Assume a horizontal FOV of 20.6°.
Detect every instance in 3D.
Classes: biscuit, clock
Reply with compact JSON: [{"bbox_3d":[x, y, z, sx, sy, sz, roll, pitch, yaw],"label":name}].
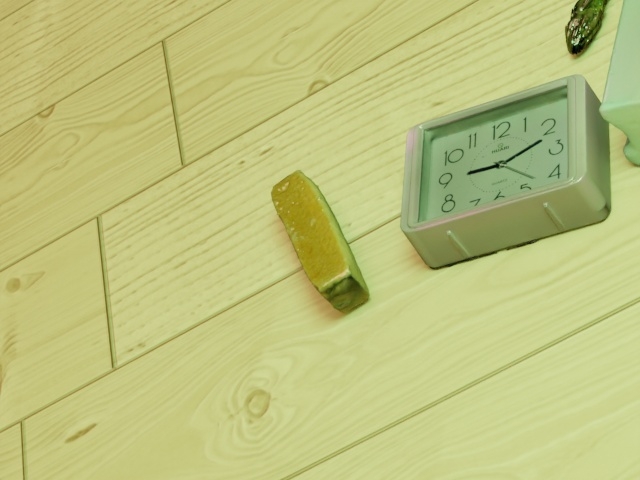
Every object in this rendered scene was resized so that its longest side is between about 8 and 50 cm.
[{"bbox_3d":[0.000,0.000,1.793,0.052,0.056,0.188,-32,40,7],"label":"biscuit"},{"bbox_3d":[0.179,-0.067,1.709,0.197,0.063,0.150,-16,45,26],"label":"clock"}]

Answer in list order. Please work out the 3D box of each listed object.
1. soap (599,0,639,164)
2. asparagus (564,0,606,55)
[{"bbox_3d":[0.377,-0.219,1.668,0.173,0.095,0.289,-7,51,34],"label":"soap"},{"bbox_3d":[0.286,-0.258,1.823,0.036,0.030,0.165,9,60,31],"label":"asparagus"}]
